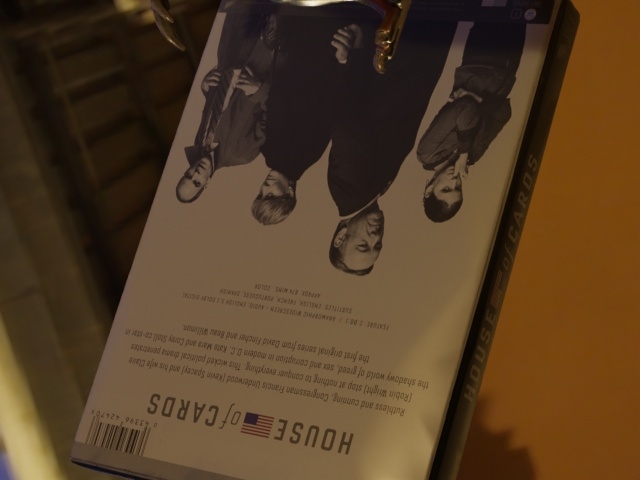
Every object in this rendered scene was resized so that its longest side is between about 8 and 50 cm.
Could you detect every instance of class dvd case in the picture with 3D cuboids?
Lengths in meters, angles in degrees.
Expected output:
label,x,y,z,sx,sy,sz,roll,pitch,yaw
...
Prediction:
label,x,y,z,sx,sy,sz,roll,pitch,yaw
dvd case,0.000,0.000,0.723,0.029,0.179,0.238,36,-113,-54

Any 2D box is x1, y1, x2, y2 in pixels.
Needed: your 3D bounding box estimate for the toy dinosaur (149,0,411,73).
label,x,y,z,sx,sy,sz,roll,pitch,yaw
toy dinosaur,-0.022,-0.057,0.307,0.090,0.082,0.047,8,-82,-81
